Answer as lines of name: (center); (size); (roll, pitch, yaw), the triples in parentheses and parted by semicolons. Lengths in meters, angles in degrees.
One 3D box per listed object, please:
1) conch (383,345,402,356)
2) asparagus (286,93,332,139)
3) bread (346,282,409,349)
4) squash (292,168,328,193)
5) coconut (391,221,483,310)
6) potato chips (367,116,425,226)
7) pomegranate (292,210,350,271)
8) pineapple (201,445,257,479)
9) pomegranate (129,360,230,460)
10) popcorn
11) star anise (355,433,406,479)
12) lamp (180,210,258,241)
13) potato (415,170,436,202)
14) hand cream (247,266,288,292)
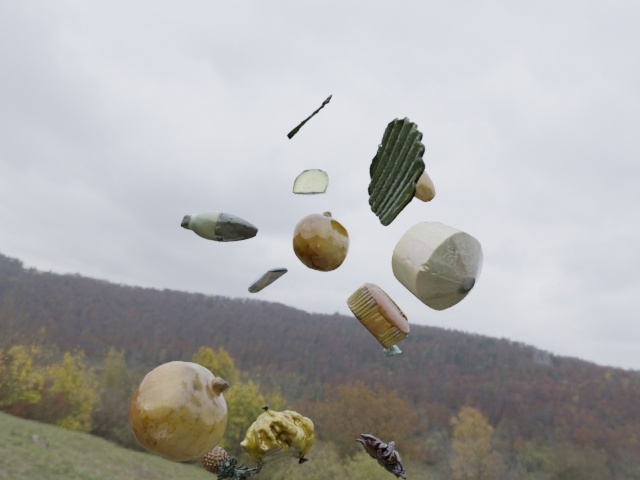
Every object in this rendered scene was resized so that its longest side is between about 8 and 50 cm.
conch: (0.311, 0.482, 2.221); (0.085, 0.057, 0.076); (-27, -13, 28)
asparagus: (-0.039, -0.464, 1.899); (0.233, 0.023, 0.022); (-41, -32, 12)
bread: (0.256, 0.314, 2.161); (0.288, 0.156, 0.204); (50, 11, 6)
squash: (-0.040, -0.294, 2.694); (0.191, 0.184, 0.085); (2, -40, 14)
coconut: (0.340, 0.073, 1.437); (0.239, 0.239, 0.244); (19, 8, -31)
potato chips: (0.292, -0.271, 2.032); (0.070, 0.359, 0.429); (6, -51, -25)
pomegranate: (-0.002, 0.007, 1.906); (0.233, 0.233, 0.233); (9, -16, 2)
pineapple: (-0.384, 0.966, 2.137); (0.277, 0.119, 0.130); (9, -18, 46)
pomegranate: (-0.456, 0.557, 1.704); (0.342, 0.343, 0.342); (9, -16, 2)
popcorn: (-0.205, 0.875, 2.265); (0.297, 0.281, 0.315); (-35, -32, 20)
star anise: (0.276, 0.911, 2.182); (0.272, 0.102, 0.272); (37, -27, 22)
lamp: (-0.326, -0.044, 1.644); (0.249, 0.101, 0.101); (10, -16, -6)
potato: (0.466, -0.257, 2.357); (0.109, 0.178, 0.118); (-24, -19, 0)
hand cream: (-0.207, 0.147, 1.913); (0.079, 0.048, 0.255); (-5, -16, -32)
